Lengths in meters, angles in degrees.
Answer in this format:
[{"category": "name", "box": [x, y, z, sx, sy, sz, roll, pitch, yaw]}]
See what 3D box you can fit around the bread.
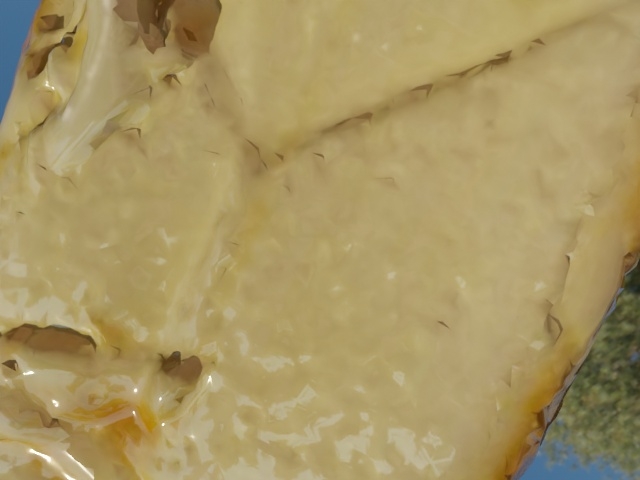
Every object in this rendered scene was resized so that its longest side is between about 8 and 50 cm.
[{"category": "bread", "box": [0.000, 0.000, 0.490, 0.279, 0.390, 0.371, 23, -166, 10]}]
